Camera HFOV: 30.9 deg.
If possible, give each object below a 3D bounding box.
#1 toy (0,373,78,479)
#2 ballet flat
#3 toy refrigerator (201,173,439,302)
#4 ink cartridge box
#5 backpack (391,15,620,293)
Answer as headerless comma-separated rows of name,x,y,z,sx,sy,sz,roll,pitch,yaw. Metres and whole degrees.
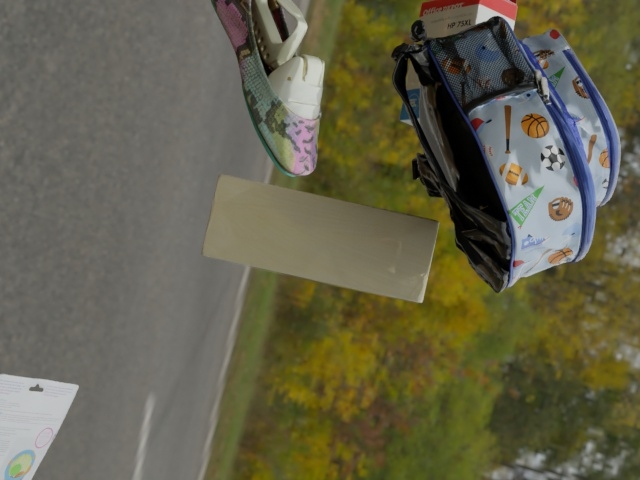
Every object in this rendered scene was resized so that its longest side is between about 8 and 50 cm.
toy,-0.386,0.255,1.323,0.137,0.056,0.237,24,91,-61
ballet flat,-0.039,-0.169,1.076,0.079,0.077,0.221,-35,-116,31
toy refrigerator,0.000,0.000,1.414,0.094,0.269,0.102,80,22,-86
ink cartridge box,0.202,-0.277,1.669,0.134,0.078,0.231,0,-103,54
backpack,0.214,-0.088,1.297,0.276,0.213,0.263,70,5,-60
